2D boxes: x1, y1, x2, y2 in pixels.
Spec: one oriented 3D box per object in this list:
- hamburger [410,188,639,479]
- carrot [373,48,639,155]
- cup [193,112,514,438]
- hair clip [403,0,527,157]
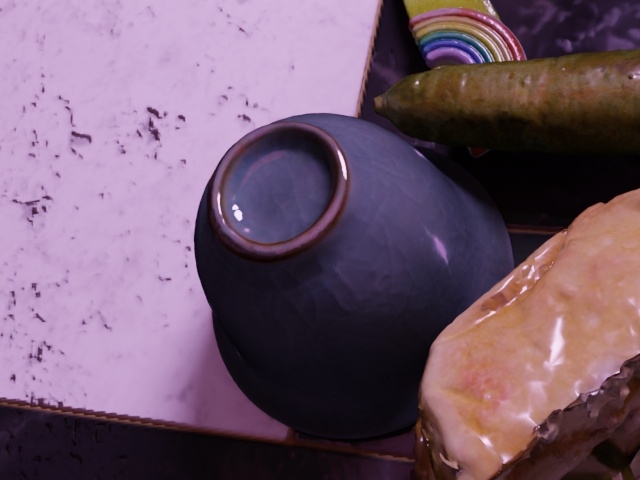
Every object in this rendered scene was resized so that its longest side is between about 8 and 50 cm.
[{"bbox_3d":[0.147,0.060,0.569,0.262,0.124,0.131,-35,45,-3],"label":"hamburger"},{"bbox_3d":[0.204,-0.079,0.617,0.359,0.074,0.074,3,68,18],"label":"carrot"},{"bbox_3d":[0.000,0.000,0.622,0.199,0.150,0.199,-8,65,18],"label":"cup"},{"bbox_3d":[0.090,-0.145,0.720,0.060,0.033,0.188,-25,62,8],"label":"hair clip"}]
